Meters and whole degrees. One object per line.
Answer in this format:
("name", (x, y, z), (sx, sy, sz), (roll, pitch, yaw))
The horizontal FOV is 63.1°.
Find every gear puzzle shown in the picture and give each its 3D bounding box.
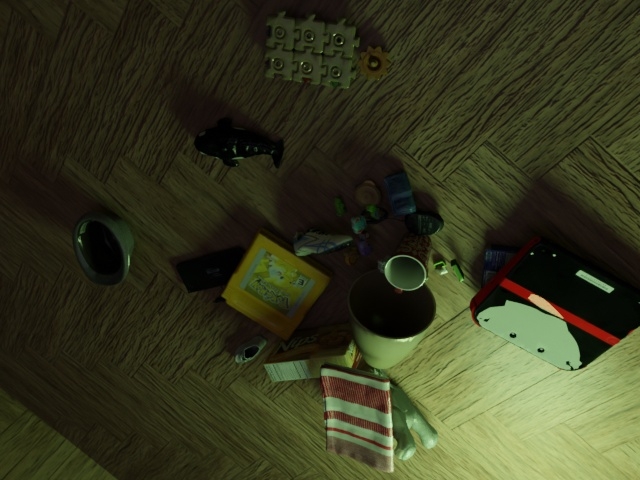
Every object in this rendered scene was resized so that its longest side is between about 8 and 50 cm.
("gear puzzle", (0.018, -0.489, 1.347), (0.339, 0.044, 0.175), (12, 120, 12))

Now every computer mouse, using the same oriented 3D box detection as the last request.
("computer mouse", (0.234, -0.062, 1.500), (0.242, 0.041, 0.071), (9, 120, 19))

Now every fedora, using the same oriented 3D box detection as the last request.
("fedora", (-0.768, 0.016, 1.898), (0.244, 0.124, 0.275), (-8, 106, 23))

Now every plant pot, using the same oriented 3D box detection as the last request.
("plant pot", (0.202, 0.269, 1.601), (0.257, 0.256, 0.273), (16, 138, 13))

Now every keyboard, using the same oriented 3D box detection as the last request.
("keyboard", (-0.360, 0.138, 1.861), (0.318, 0.033, 0.201), (-14, 107, 29))

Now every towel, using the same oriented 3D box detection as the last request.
("towel", (0.221, -0.130, 1.448), (0.067, 0.029, 0.119), (-15, 92, 21))
("towel", (0.112, 0.549, 1.619), (0.237, 0.037, 0.328), (6, 110, 31))

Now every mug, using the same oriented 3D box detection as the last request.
("mug", (0.244, 0.058, 1.484), (0.113, 0.169, 0.150), (43, 125, -6))

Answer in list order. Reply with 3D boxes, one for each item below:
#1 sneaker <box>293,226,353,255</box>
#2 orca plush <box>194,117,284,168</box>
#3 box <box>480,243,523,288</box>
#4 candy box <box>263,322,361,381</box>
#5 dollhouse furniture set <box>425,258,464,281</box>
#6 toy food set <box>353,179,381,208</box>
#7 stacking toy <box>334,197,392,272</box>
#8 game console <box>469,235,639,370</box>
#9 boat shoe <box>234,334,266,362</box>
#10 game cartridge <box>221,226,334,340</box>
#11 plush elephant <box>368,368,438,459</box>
("sneaker", (0.000, 0.000, 1.574), (0.237, 0.085, 0.086), (-6, 94, 46))
("orca plush", (-0.259, -0.265, 1.545), (0.288, 0.102, 0.151), (22, 124, 9))
("box", (0.569, 0.086, 1.448), (0.226, 0.036, 0.136), (7, 121, 18))
("candy box", (-0.015, 0.376, 1.762), (0.317, 0.183, 0.087), (-14, 111, 28))
("dollhouse furniture set", (0.336, 0.106, 1.527), (0.152, 0.076, 0.058), (-22, 112, 22))
("toy food set", (0.136, -0.130, 1.512), (0.083, 0.020, 0.083), (-31, 104, 33))
("stacking toy", (0.118, -0.014, 1.522), (0.167, 0.052, 0.221), (13, 127, 50))
("game console", (0.650, 0.187, 1.434), (0.387, 0.060, 0.341), (28, 126, -4))
("boat shoe", (-0.273, 0.424, 1.967), (0.184, 0.063, 0.066), (-34, 101, 33))
("game cartridge", (-0.153, 0.154, 1.745), (0.286, 0.052, 0.323), (32, 118, -2))
("plush elephant", (0.187, 0.626, 1.783), (0.255, 0.272, 0.329), (-41, 69, 21))
